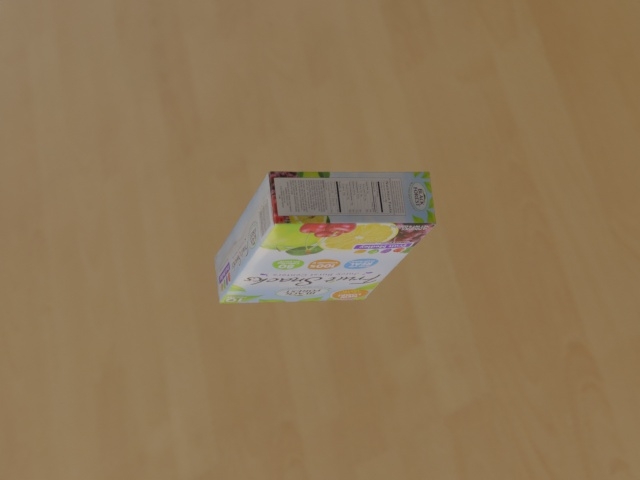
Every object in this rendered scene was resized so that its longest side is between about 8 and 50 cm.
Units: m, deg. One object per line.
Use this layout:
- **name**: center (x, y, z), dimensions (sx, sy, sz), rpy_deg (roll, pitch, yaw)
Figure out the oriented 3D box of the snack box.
- **snack box**: center (0.000, 0.000, 0.966), dimensions (0.141, 0.100, 0.037), rpy_deg (130, 138, -63)
